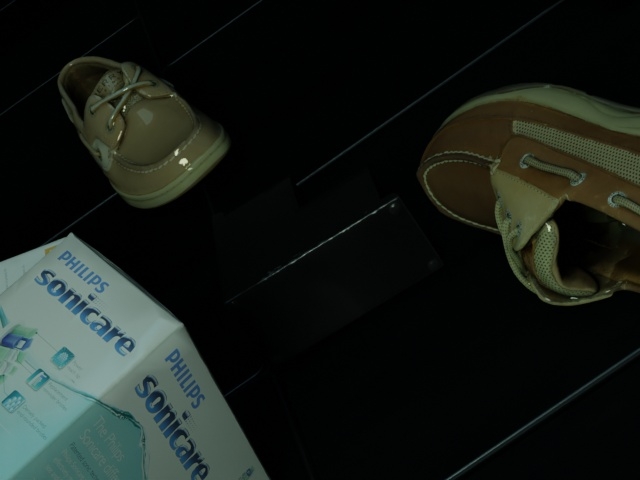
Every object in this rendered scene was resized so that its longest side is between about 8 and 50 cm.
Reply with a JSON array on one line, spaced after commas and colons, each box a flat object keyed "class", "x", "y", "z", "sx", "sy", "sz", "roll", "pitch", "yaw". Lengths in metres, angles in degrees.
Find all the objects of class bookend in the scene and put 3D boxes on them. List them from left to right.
[{"class": "bookend", "x": 0.000, "y": 0.000, "z": 1.229, "sx": 0.156, "sy": 0.072, "sz": 0.157, "roll": -32, "pitch": 26, "yaw": 7}]

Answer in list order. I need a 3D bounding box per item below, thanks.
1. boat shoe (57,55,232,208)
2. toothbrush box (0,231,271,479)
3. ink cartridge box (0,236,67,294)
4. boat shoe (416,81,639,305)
[{"class": "boat shoe", "x": -0.203, "y": -0.124, "z": 1.625, "sx": 0.121, "sy": 0.110, "sz": 0.341, "roll": -43, "pitch": 27, "yaw": -12}, {"class": "toothbrush box", "x": -0.194, "y": 0.177, "z": 0.978, "sx": 0.295, "sy": 0.216, "sz": 0.126, "roll": -42, "pitch": 52, "yaw": -15}, {"class": "ink cartridge box", "x": -0.280, "y": 0.121, "z": 1.269, "sx": 0.208, "sy": 0.045, "sz": 0.206, "roll": -19, "pitch": 59, "yaw": 9}, {"class": "boat shoe", "x": 0.170, "y": -0.023, "z": 1.014, "sx": 0.120, "sy": 0.122, "sz": 0.324, "roll": -51, "pitch": 29, "yaw": -20}]
